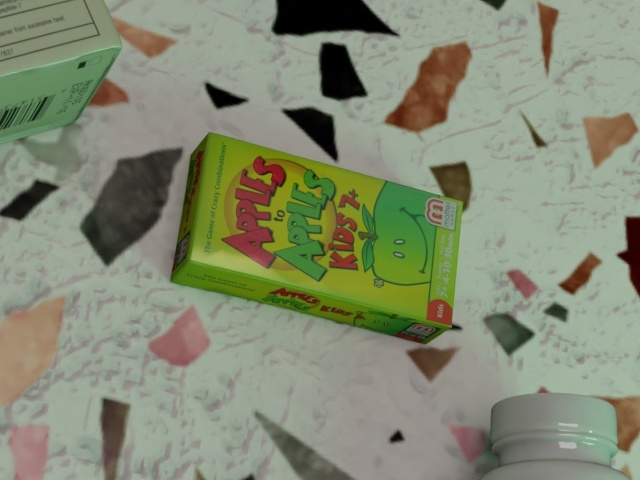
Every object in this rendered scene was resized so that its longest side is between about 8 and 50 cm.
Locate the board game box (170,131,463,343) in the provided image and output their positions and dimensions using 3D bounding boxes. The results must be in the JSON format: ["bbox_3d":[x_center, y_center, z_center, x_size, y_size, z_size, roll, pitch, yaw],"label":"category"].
[{"bbox_3d":[0.000,0.000,1.073,0.181,0.043,0.092,15,67,-17],"label":"board game box"}]

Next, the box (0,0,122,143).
[{"bbox_3d":[-0.255,-0.213,1.002,0.148,0.121,0.311,-18,79,-27],"label":"box"}]

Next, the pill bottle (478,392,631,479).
[{"bbox_3d":[0.147,0.193,1.027,0.108,0.108,0.180,11,68,-19],"label":"pill bottle"}]
